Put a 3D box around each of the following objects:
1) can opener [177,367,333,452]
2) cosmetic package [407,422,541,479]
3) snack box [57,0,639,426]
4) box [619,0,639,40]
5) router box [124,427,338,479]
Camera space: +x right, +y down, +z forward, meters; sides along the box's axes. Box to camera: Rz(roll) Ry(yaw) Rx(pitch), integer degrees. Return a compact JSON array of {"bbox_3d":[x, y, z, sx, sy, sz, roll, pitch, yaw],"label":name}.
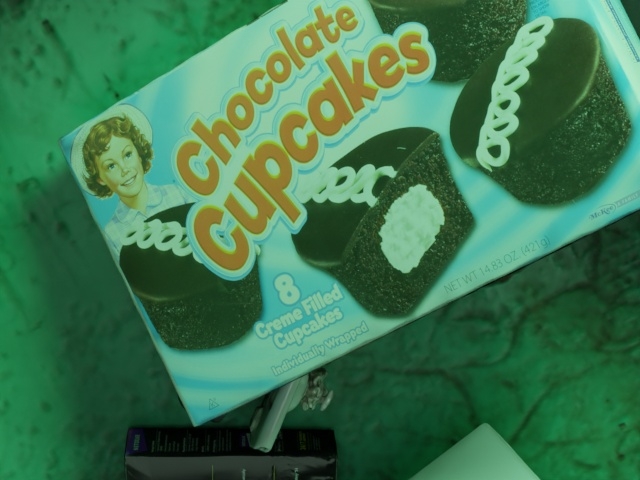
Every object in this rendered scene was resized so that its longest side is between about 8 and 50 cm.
[{"bbox_3d":[0.000,0.000,1.090,0.093,0.074,0.280,24,105,-9],"label":"can opener"},{"bbox_3d":[0.088,0.276,1.118,0.224,0.138,0.225,-36,115,-3],"label":"cosmetic package"},{"bbox_3d":[0.024,-0.046,1.003,0.322,0.060,0.187,-28,85,27],"label":"snack box"},{"bbox_3d":[0.264,-0.235,0.948,0.293,0.073,0.295,-3,93,20],"label":"box"},{"bbox_3d":[-0.058,0.209,1.167,0.133,0.046,0.179,1,108,-3],"label":"router box"}]
